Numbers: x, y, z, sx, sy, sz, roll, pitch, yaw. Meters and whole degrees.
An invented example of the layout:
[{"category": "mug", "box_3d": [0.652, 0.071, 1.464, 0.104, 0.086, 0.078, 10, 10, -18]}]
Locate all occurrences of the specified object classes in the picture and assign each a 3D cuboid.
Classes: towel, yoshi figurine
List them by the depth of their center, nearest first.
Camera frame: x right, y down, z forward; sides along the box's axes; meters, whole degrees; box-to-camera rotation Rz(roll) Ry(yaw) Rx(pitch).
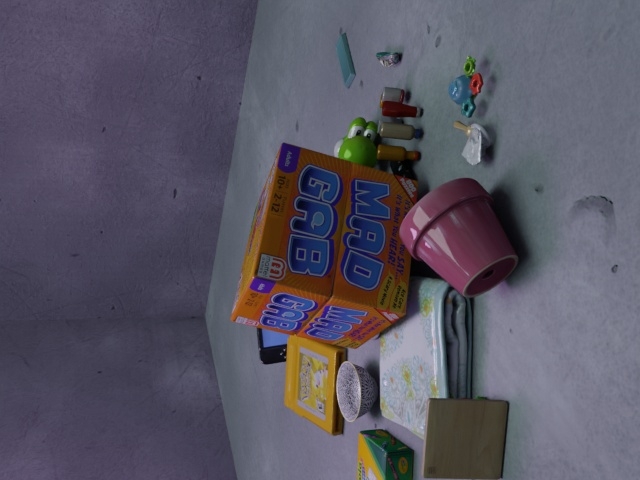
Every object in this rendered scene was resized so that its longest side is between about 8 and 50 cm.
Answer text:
[{"category": "towel", "box_3d": [0.235, 0.273, 1.441, 0.320, 0.090, 0.374, 179, 92, -68]}, {"category": "yoshi figurine", "box_3d": [0.070, -0.178, 1.778, 0.203, 0.203, 0.362, 45, 126, 38]}]

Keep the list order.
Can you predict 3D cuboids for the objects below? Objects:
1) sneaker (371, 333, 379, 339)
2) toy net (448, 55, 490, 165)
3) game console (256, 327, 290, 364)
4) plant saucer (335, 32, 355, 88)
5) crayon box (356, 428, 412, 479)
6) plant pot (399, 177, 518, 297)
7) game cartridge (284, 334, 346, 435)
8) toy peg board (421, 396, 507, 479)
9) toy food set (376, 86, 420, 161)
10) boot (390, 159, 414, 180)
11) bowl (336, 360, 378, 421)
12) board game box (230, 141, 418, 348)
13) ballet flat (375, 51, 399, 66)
[{"category": "sneaker", "box_3d": [0.085, 0.252, 1.782, 0.262, 0.121, 0.099, 140, 127, -63]}, {"category": "toy net", "box_3d": [0.332, -0.271, 1.294, 0.122, 0.045, 0.232, 133, 133, -57]}, {"category": "game console", "box_3d": [-0.133, 0.296, 2.292, 0.173, 0.250, 0.293, 74, -173, -65]}, {"category": "plant saucer", "box_3d": [0.080, -0.595, 1.999, 0.067, 0.018, 0.192, 123, 141, -54]}, {"category": "crayon box", "box_3d": [0.165, 0.663, 1.602, 0.165, 0.081, 0.278, -174, 86, -69]}, {"category": "plant pot", "box_3d": [0.287, 0.006, 1.209, 0.180, 0.201, 0.201, 58, 144, 29]}, {"category": "game cartridge", "box_3d": [-0.026, 0.475, 2.068, 0.324, 0.053, 0.285, 7, 95, 56]}, {"category": "toy peg board", "box_3d": [0.282, 0.392, 1.234, 0.079, 0.161, 0.161, -135, 49, -82]}, {"category": "toy food set", "box_3d": [0.208, -0.315, 1.585, 0.111, 0.104, 0.232, 96, -179, -50]}, {"category": "boot", "box_3d": [0.205, -0.169, 1.609, 0.121, 0.045, 0.099, 118, 147, -45]}, {"category": "bowl", "box_3d": [0.115, 0.433, 1.749, 0.170, 0.080, 0.170, -179, 90, -69]}, {"category": "board game box", "box_3d": [0.003, 0.032, 1.541, 0.356, 0.356, 0.356, 125, 158, -63]}, {"category": "ballet flat", "box_3d": [0.186, -0.506, 1.692, 0.114, 0.041, 0.041, -139, 53, -64]}]
